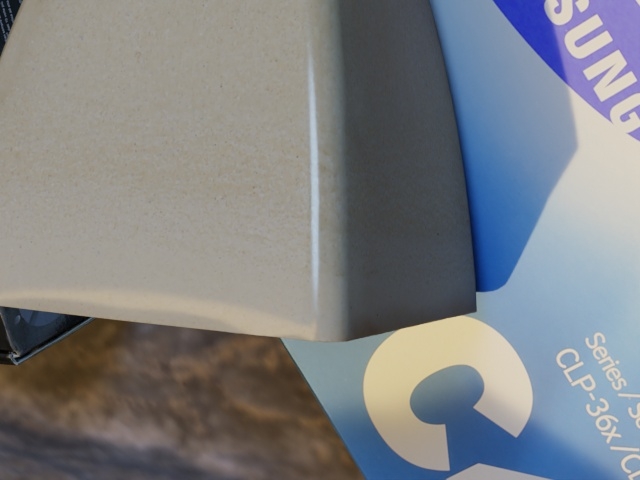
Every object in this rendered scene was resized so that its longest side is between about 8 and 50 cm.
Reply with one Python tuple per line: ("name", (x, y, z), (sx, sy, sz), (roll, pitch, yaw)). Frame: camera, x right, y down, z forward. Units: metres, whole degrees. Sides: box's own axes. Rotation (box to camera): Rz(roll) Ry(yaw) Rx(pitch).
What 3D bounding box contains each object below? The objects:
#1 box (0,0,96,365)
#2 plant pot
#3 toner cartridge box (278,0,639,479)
("box", (-0.167, -0.050, 0.723), (0.147, 0.077, 0.180), (1, 113, 37))
("plant pot", (-0.023, -0.030, 0.473), (0.109, 0.109, 0.096), (5, 94, 22))
("toner cartridge box", (0.095, 0.039, 0.539), (0.165, 0.075, 0.348), (-31, 91, 27))
